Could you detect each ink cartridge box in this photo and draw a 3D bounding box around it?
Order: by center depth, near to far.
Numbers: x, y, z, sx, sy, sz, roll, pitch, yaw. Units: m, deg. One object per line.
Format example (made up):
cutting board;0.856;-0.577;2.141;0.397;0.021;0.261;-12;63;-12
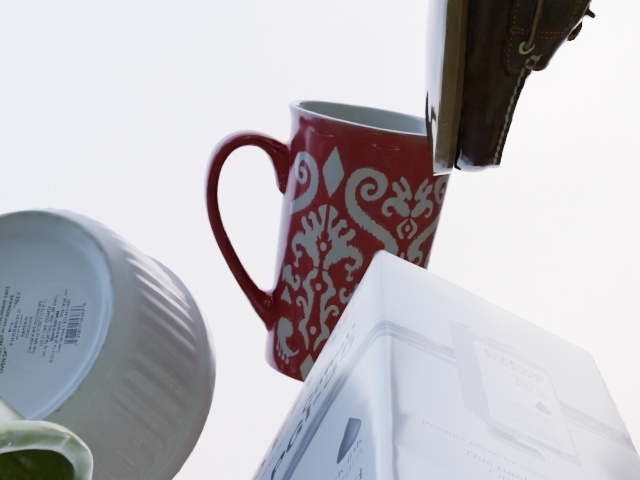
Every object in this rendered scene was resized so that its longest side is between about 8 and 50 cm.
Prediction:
ink cartridge box;0.024;0.147;0.571;0.117;0.283;0.207;27;-77;-5

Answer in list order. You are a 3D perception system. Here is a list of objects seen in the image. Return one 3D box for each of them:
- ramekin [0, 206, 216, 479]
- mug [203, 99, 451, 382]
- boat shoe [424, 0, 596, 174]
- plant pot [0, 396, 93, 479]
ramekin;-0.180;0.076;0.982;0.207;0.207;0.109;-39;-36;-4
mug;0.006;-0.001;0.996;0.113;0.150;0.169;-19;-60;-66
boat shoe;0.077;-0.106;0.601;0.073;0.073;0.207;-1;-43;-1
plant pot;-0.284;0.083;0.666;0.276;0.254;0.276;-38;-17;-14
